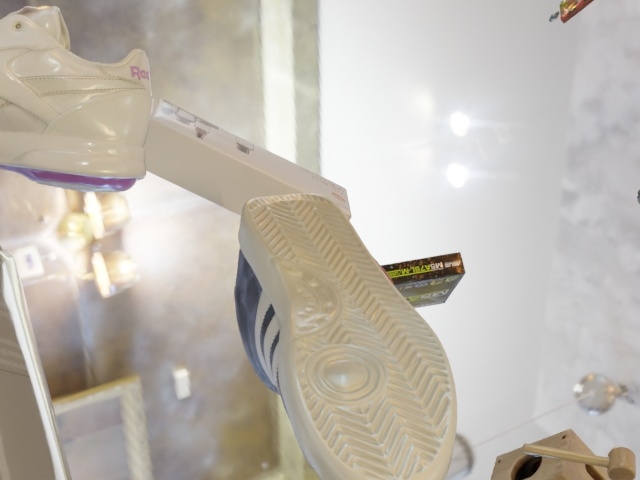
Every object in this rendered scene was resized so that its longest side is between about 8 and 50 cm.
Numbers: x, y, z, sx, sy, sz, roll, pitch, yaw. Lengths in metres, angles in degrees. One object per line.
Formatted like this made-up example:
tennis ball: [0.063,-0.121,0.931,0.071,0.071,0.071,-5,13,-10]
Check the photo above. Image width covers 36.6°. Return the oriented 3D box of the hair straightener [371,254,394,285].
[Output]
hair straightener: [0.000,0.000,1.345,0.230,0.089,0.047,52,-9,-2]

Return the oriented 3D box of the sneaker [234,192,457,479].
sneaker: [0.010,0.107,0.793,0.350,0.131,0.148,-111,-156,-52]

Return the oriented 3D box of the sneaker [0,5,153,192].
sneaker: [-0.293,-0.135,0.832,0.114,0.305,0.152,-172,-88,-80]

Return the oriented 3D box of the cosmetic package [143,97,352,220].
cosmetic package: [-0.084,-0.071,1.062,0.060,0.239,0.099,-61,-168,19]

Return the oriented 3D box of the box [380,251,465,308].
box: [0.128,0.079,1.601,0.184,0.191,0.045,102,-23,-68]

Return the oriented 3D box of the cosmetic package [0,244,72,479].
cosmetic package: [-0.150,0.113,0.371,0.127,0.107,0.237,99,-24,-74]

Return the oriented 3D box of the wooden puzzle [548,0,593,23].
wooden puzzle: [0.268,-0.251,0.997,0.006,0.049,0.083,40,-55,-20]

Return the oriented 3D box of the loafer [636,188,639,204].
loafer: [0.393,-0.064,0.800,0.268,0.096,0.084,-1,-109,50]

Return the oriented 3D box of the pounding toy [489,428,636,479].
pounding toy: [0.320,0.296,1.246,0.181,0.094,0.206,47,-51,-13]
